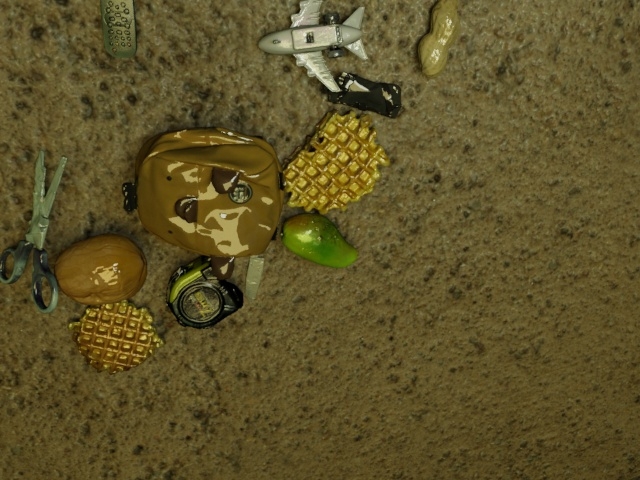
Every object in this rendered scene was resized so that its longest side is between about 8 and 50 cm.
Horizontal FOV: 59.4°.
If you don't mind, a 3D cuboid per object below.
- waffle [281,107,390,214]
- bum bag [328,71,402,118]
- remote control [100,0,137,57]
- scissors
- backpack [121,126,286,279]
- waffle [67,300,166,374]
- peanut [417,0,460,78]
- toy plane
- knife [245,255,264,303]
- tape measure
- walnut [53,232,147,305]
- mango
[{"bbox_3d":[0.029,-0.204,1.457,0.309,0.065,0.283,-8,118,-8],"label":"waffle"},{"bbox_3d":[0.117,-0.361,1.400,0.197,0.049,0.087,10,119,-15],"label":"bum bag"},{"bbox_3d":[-0.442,-0.515,1.228,0.072,0.042,0.222,0,118,-10],"label":"remote control"},{"bbox_3d":[-0.687,-0.032,1.372,0.029,0.256,0.384,-1,113,-58],"label":"scissors"},{"bbox_3d":[-0.276,-0.103,1.373,0.377,0.201,0.354,3,118,-5],"label":"backpack"},{"bbox_3d":[-0.581,0.268,1.598,0.243,0.059,0.238,-29,115,2],"label":"waffle"},{"bbox_3d":[0.285,-0.487,1.352,0.082,0.082,0.187,13,113,-16],"label":"peanut"},{"bbox_3d":[-0.016,-0.467,1.294,0.255,0.101,0.251,-8,106,-6],"label":"toy plane"},{"bbox_3d":[-0.180,0.055,1.576,0.047,0.017,0.298,4,116,-16],"label":"knife"},{"bbox_3d":[-0.329,0.143,1.544,0.186,0.112,0.199,-30,112,-2],"label":"tape measure"},{"bbox_3d":[-0.556,0.074,1.429,0.225,0.193,0.193,-14,119,11],"label":"walnut"},{"bbox_3d":[0.000,0.000,1.528,0.232,0.111,0.125,22,115,-21],"label":"mango"}]
